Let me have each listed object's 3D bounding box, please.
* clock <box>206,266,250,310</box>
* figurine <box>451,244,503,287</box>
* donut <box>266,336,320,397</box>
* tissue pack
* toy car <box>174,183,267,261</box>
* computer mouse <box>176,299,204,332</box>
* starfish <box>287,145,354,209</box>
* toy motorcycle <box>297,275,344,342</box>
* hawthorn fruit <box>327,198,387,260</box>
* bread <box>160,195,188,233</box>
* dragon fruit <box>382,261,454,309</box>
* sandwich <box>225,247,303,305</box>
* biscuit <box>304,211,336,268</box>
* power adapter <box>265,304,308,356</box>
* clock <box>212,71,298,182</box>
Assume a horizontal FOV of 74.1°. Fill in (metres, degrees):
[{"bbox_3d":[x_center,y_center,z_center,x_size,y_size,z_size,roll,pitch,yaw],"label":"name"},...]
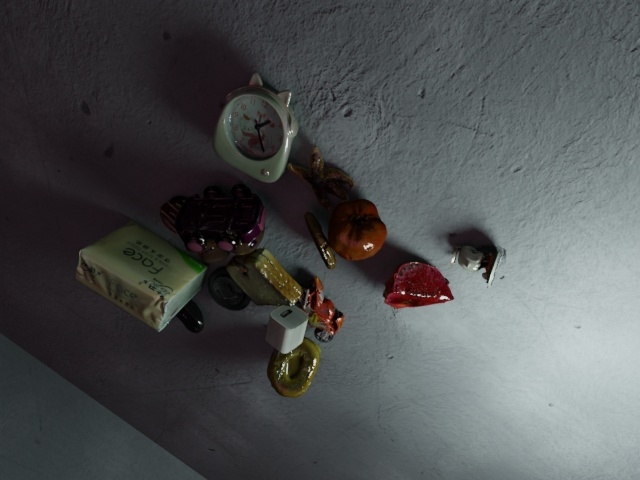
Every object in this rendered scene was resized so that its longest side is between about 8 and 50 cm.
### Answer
[{"bbox_3d":[-0.395,0.210,1.850,0.214,0.042,0.215,9,122,15],"label":"clock"},{"bbox_3d":[0.504,0.072,1.395,0.153,0.132,0.132,19,125,25],"label":"figurine"},{"bbox_3d":[-0.118,0.535,1.812,0.208,0.262,0.128,20,166,1],"label":"donut"},{"bbox_3d":[-0.726,0.132,1.756,0.404,0.332,0.205,30,121,2],"label":"tissue pack"},{"bbox_3d":[-0.356,-0.038,1.583,0.340,0.272,0.240,1,143,12],"label":"toy car"},{"bbox_3d":[-0.620,0.333,1.988,0.122,0.073,0.217,-39,94,31],"label":"computer mouse"},{"bbox_3d":[0.000,-0.216,1.442,0.237,0.071,0.216,15,118,0],"label":"starfish"},{"bbox_3d":[-0.005,0.285,1.718,0.171,0.089,0.298,-20,109,28],"label":"toy motorcycle"},{"bbox_3d":[0.120,-0.013,1.447,0.207,0.208,0.243,20,151,9],"label":"hawthorn fruit"},{"bbox_3d":[-0.565,-0.100,1.713,0.160,0.073,0.161,9,121,15],"label":"bread"},{"bbox_3d":[0.303,0.167,1.506,0.261,0.134,0.211,11,147,-28],"label":"dragon fruit"},{"bbox_3d":[-0.232,0.147,1.649,0.249,0.095,0.273,50,148,-19],"label":"sandwich"},{"bbox_3d":[0.000,0.000,1.493,0.042,0.226,0.226,-25,111,-3],"label":"biscuit"},{"bbox_3d":[-0.141,0.375,1.693,0.125,0.130,0.205,31,123,26],"label":"power adapter"},{"bbox_3d":[-0.199,-0.373,1.395,0.265,0.109,0.324,30,124,3],"label":"clock"}]
